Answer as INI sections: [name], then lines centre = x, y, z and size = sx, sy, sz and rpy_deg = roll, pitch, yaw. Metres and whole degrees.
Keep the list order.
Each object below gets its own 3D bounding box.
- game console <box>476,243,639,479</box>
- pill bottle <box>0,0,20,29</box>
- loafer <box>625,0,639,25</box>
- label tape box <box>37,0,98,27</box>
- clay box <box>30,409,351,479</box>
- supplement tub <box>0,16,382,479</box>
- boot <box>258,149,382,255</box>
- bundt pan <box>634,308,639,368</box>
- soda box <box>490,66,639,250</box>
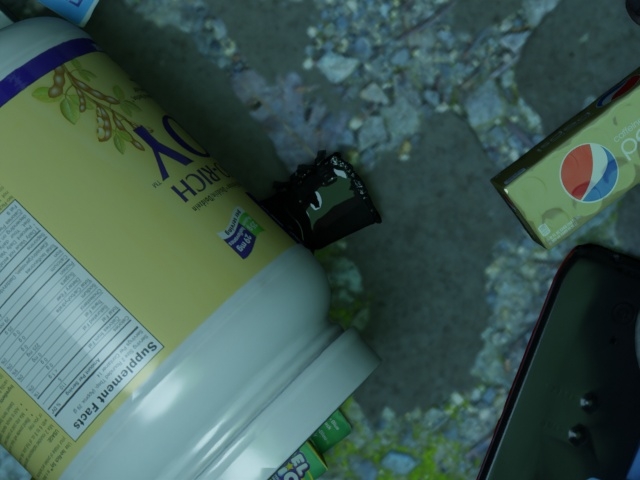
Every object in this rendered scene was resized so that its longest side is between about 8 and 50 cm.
[game console]
centre = 0.307, 0.222, 1.422
size = 0.386, 0.060, 0.342
rpy_deg = 21, 96, -8
[pill bottle]
centre = -0.277, -0.120, 1.310
size = 0.137, 0.078, 0.078
rpy_deg = -44, 99, 1
[loafer]
centre = 0.377, -0.182, 1.369
size = 0.302, 0.095, 0.109
rpy_deg = 8, 67, -11
[label tape box]
centre = -0.180, -0.362, 1.271
size = 0.249, 0.115, 0.348
rpy_deg = 31, 96, -9
[clay box]
centre = -0.096, 0.168, 1.379
size = 0.222, 0.053, 0.127
rpy_deg = -37, 98, 1
[supplement tub]
centre = -0.145, 0.038, 1.233
size = 0.331, 0.241, 0.241
rpy_deg = 44, 92, 4
[boot]
centre = 0.000, 0.000, 1.372
size = 0.099, 0.045, 0.121
rpy_deg = -31, 99, -4
[bundt pan]
centre = 0.399, 0.073, 1.312
size = 0.330, 0.124, 0.331
rpy_deg = 5, 75, -20
[soda box]
centre = 0.221, -0.073, 1.373
size = 0.181, 0.058, 0.061
rpy_deg = -37, 99, 1
